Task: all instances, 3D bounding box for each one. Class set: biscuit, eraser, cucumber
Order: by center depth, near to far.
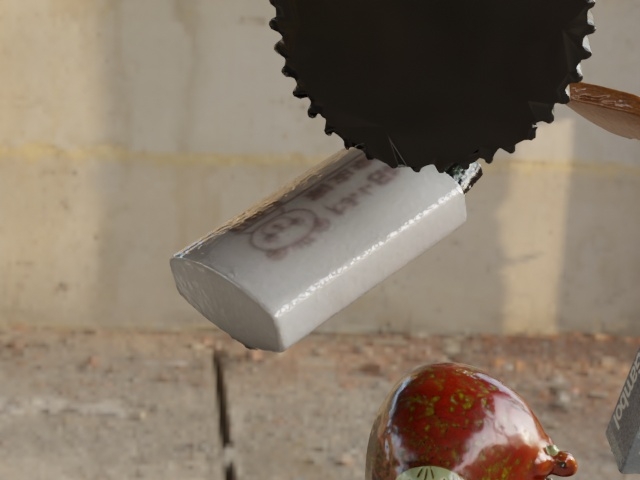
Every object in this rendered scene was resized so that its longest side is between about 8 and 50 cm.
[{"bbox_3d":[0.000,0.000,1.445,0.270,0.094,0.174,-32,40,-29],"label":"eraser"},{"bbox_3d":[0.411,-0.145,1.771,0.186,0.036,0.192,25,1,-37],"label":"biscuit"},{"bbox_3d":[0.475,0.234,2.010,0.046,0.212,0.092,6,34,-11],"label":"eraser"},{"bbox_3d":[0.156,-0.051,2.071,0.211,0.062,0.078,-46,12,-32],"label":"cucumber"}]

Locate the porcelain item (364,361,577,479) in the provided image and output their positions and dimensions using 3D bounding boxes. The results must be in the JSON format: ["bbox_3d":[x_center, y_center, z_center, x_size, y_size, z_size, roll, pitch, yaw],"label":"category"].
[{"bbox_3d":[0.174,0.257,1.550,0.253,0.253,0.253,2,11,0],"label":"porcelain item"}]

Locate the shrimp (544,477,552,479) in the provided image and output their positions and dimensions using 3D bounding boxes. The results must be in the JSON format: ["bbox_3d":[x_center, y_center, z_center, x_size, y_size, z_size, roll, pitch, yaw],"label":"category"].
[{"bbox_3d":[0.288,0.346,1.625,0.062,0.154,0.294,-39,43,1],"label":"shrimp"}]

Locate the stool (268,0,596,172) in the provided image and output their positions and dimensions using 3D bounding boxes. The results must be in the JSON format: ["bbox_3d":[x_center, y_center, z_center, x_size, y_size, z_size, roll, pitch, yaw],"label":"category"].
[{"bbox_3d":[0.131,-0.256,1.388,0.297,0.297,0.330,5,21,11],"label":"stool"}]
